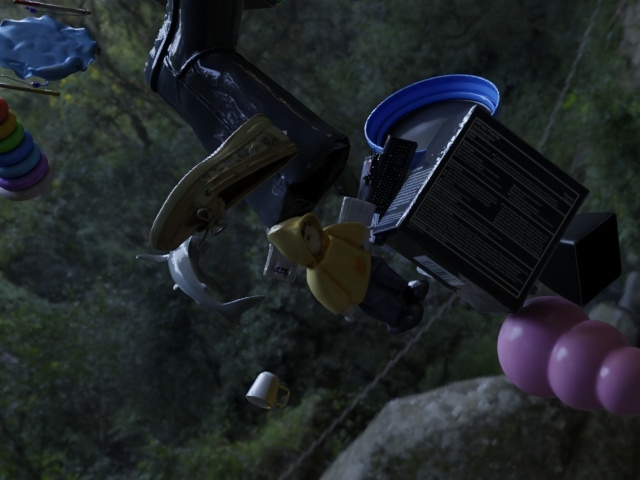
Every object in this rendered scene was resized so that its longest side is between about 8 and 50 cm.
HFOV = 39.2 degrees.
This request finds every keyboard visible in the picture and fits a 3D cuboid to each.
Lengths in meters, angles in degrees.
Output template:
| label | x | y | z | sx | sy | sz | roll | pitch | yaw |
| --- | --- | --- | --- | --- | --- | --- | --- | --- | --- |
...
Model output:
| label | x | y | z | sx | sy | sz | roll | pitch | yaw |
| --- | --- | --- | --- | --- | --- | --- | --- | --- | --- |
| keyboard | 0.144 | -0.138 | 1.991 | 0.038 | 0.100 | 0.192 | -108 | 33 | -56 |

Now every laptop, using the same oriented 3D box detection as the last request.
| label | x | y | z | sx | sy | sz | roll | pitch | yaw |
| --- | --- | --- | --- | --- | --- | --- | --- | --- | --- |
| laptop | -0.018 | -0.197 | 2.583 | 0.234 | 0.264 | 0.136 | 6 | -91 | -67 |

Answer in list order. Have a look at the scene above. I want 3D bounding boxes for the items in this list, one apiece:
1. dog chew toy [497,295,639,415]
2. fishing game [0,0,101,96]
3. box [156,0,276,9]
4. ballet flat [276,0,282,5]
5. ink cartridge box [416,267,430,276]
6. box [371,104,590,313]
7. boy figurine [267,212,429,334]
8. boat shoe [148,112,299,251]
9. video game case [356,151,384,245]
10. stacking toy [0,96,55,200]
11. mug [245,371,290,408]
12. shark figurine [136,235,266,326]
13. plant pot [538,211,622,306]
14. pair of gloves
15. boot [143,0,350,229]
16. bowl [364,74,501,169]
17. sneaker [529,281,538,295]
| label | x | y | z | sx | sy | sz | roll | pitch | yaw |
| --- | --- | --- | --- | --- | --- | --- | --- | --- | --- |
| dog chew toy | 0.509 | 0.235 | 1.753 | 0.206 | 0.332 | 0.206 | -14 | -67 | -36 |
| fishing game | -0.474 | -0.324 | 1.534 | 0.264 | 0.189 | 0.041 | -94 | 13 | -45 |
| box | -0.259 | -0.604 | 1.971 | 0.191 | 0.381 | 0.143 | 26 | -97 | -41 |
| ballet flat | -0.076 | -0.605 | 2.042 | 0.231 | 0.077 | 0.077 | -52 | -51 | -35 |
| ink cartridge box | 0.369 | -0.027 | 2.404 | 0.197 | 0.114 | 0.273 | -158 | 75 | -64 |
| box | 0.316 | -0.054 | 1.784 | 0.294 | 0.296 | 0.183 | -56 | 9 | -11 |
| boy figurine | 0.045 | 0.037 | 1.462 | 0.092 | 0.285 | 0.177 | -24 | 38 | 49 |
| boat shoe | -0.151 | -0.080 | 1.399 | 0.285 | 0.089 | 0.104 | -49 | -8 | -19 |
| video game case | 0.142 | -0.110 | 2.396 | 0.275 | 0.035 | 0.248 | -178 | 100 | -78 |
| stacking toy | -0.725 | -0.246 | 2.045 | 0.141 | 0.141 | 0.330 | -51 | -30 | -30 |
| mug | -0.110 | 0.316 | 1.886 | 0.062 | 0.078 | 0.064 | -21 | 40 | 54 |
| shark figurine | -0.216 | 0.040 | 1.597 | 0.166 | 0.278 | 0.116 | 11 | -65 | -33 |
| plant pot | 0.649 | 0.033 | 2.324 | 0.187 | 0.167 | 0.188 | -32 | -59 | -33 |
| pair of gloves | 0.000 | 0.000 | 1.980 | 0.042 | 0.240 | 0.204 | -22 | -62 | -78 |
| boot | -0.113 | -0.284 | 1.560 | 0.146 | 0.445 | 0.367 | -11 | -41 | -40 |
| bowl | 0.321 | -0.333 | 2.538 | 0.391 | 0.391 | 0.077 | -50 | -47 | -34 |
| sneaker | 0.476 | 0.125 | 2.191 | 0.170 | 0.063 | 0.075 | 18 | -103 | -50 |
